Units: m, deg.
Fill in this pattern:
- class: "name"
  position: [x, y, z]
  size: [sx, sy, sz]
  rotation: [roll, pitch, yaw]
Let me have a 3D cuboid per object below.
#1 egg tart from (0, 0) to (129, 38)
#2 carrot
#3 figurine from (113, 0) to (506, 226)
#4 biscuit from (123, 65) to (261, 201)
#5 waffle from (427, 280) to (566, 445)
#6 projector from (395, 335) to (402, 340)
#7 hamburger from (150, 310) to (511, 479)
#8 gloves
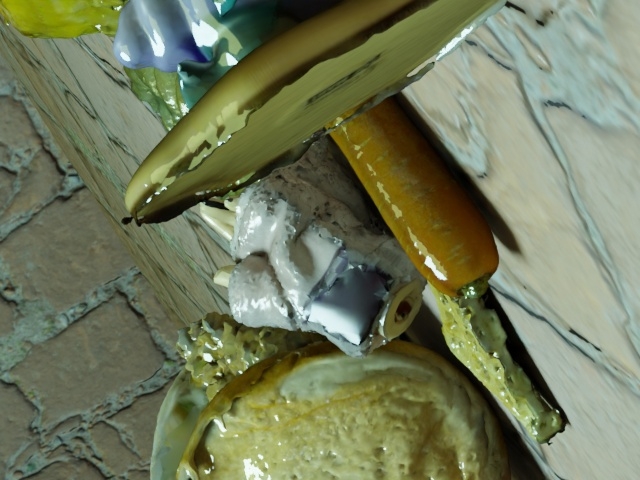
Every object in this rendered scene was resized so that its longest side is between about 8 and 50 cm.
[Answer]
- class: "egg tart"
  position: [-0.204, -0.230, 1.198]
  size: [0.295, 0.116, 0.295]
  rotation: [54, 170, 15]
- class: "carrot"
  position: [0.013, -0.073, 0.894]
  size: [0.248, 0.043, 0.043]
  rotation: [55, 171, 13]
- class: "figurine"
  position: [-0.055, -0.159, 0.583]
  size: [0.257, 0.181, 0.208]
  rotation: [56, -149, 4]
- class: "biscuit"
  position: [-0.079, -0.066, 1.391]
  size: [0.273, 0.036, 0.187]
  rotation: [53, 171, 12]
- class: "waffle"
  position: [0.090, 0.044, 0.972]
  size: [0.097, 0.023, 0.153]
  rotation: [46, 167, 37]
- class: "projector"
  position: [0.018, 0.092, 1.313]
  size: [0.083, 0.083, 0.082]
  rotation: [48, 168, 34]
- class: "hamburger"
  position: [0.001, 0.169, 1.181]
  size: [0.286, 0.243, 0.146]
  rotation: [45, 175, -6]
- class: "gloves"
  position: [0.000, 0.009, 1.084]
  size: [0.094, 0.110, 0.144]
  rotation: [-11, -122, -53]
